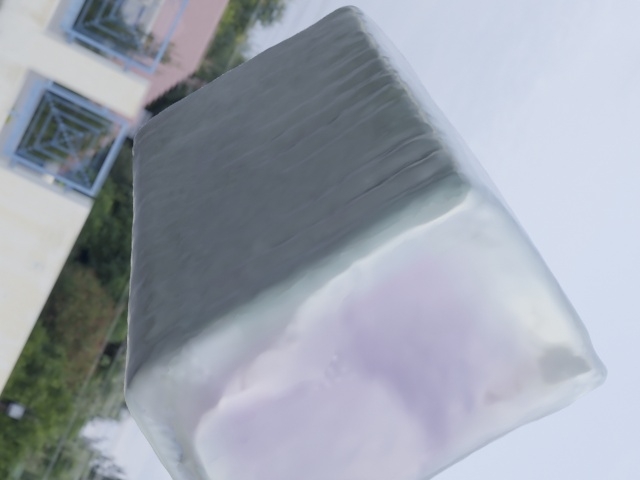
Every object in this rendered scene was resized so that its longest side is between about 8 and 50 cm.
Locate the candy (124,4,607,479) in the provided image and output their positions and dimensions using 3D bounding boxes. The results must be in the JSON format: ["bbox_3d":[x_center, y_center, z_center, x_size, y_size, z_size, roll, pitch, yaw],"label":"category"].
[{"bbox_3d":[-0.003,0.000,0.641,0.208,0.145,0.358,-31,-154,8],"label":"candy"}]
